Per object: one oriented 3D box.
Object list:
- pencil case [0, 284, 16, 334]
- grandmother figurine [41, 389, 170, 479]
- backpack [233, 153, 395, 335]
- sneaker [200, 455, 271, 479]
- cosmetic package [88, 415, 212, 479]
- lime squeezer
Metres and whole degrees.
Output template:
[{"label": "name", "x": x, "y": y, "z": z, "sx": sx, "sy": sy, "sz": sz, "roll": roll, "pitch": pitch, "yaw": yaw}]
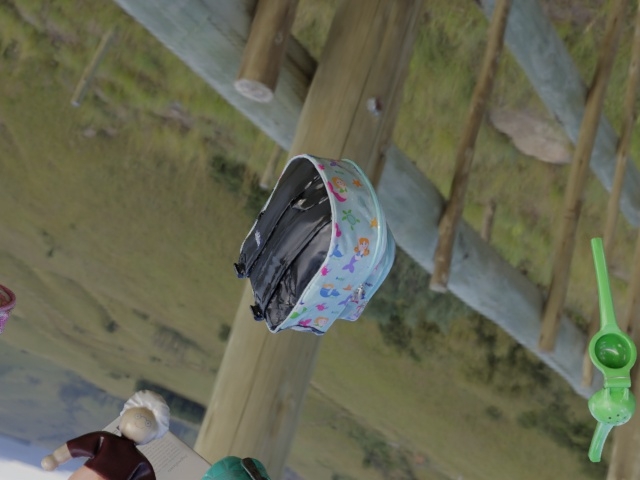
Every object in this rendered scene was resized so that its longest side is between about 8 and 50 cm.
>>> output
[{"label": "pencil case", "x": -0.610, "y": 0.233, "z": 1.293, "sx": 0.160, "sy": 0.386, "sz": 0.167, "roll": 12, "pitch": -164, "yaw": -35}, {"label": "grandmother figurine", "x": -0.362, "y": 0.406, "z": 1.360, "sx": 0.207, "sy": 0.342, "sz": 0.104, "roll": 41, "pitch": 146, "yaw": -16}, {"label": "backpack", "x": 0.000, "y": 0.000, "z": 1.241, "sx": 0.191, "sy": 0.225, "sz": 0.254, "roll": 2, "pitch": 133, "yaw": -28}, {"label": "sneaker", "x": -0.109, "y": 0.389, "z": 1.165, "sx": 0.178, "sy": 0.124, "sz": 0.296, "roll": 41, "pitch": 165, "yaw": 25}, {"label": "cosmetic package", "x": -0.315, "y": 0.600, "z": 1.824, "sx": 0.453, "sy": 0.161, "sz": 0.230, "roll": 29, "pitch": 139, "yaw": 29}, {"label": "lime squeezer", "x": 0.365, "y": 0.158, "z": 1.013, "sx": 0.058, "sy": 0.311, "sz": 0.110, "roll": 0, "pitch": -165, "yaw": 20}]
